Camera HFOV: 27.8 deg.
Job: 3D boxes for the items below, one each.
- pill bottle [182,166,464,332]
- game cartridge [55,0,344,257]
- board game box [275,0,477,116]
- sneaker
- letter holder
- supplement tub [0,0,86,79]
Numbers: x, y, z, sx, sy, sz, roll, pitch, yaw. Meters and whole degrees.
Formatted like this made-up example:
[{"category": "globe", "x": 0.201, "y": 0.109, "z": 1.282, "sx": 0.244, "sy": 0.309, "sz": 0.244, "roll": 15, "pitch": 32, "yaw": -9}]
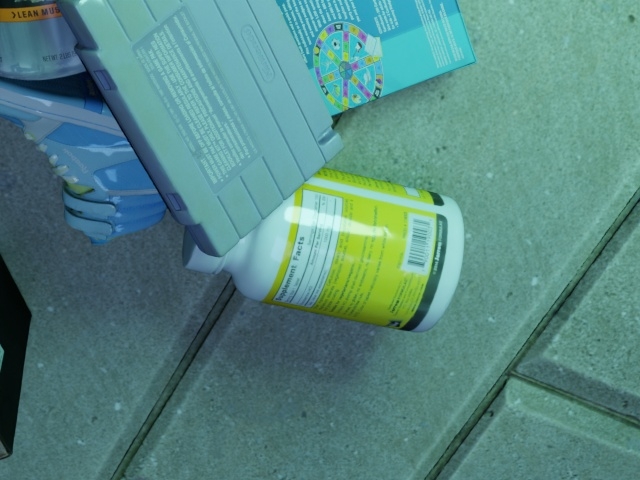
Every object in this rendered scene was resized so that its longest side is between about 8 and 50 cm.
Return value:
[{"category": "pill bottle", "x": 0.000, "y": 0.000, "z": 1.667, "sx": 0.334, "sy": 0.188, "sz": 0.188, "roll": 12, "pitch": 118, "yaw": -14}, {"category": "game cartridge", "x": -0.127, "y": -0.179, "z": 1.456, "sx": 0.230, "sy": 0.068, "sz": 0.355, "roll": -40, "pitch": 125, "yaw": -19}, {"category": "board game box", "x": -0.010, "y": -0.277, "z": 1.563, "sx": 0.336, "sy": 0.079, "sz": 0.253, "roll": -20, "pitch": 122, "yaw": 5}, {"category": "sneaker", "x": -0.315, "y": -0.101, "z": 1.600, "sx": 0.319, "sy": 0.127, "sz": 0.208, "roll": 16, "pitch": 116, "yaw": -17}, {"category": "letter holder", "x": -0.502, "y": 0.151, "z": 1.623, "sx": 0.214, "sy": 0.302, "sz": 0.152, "roll": -18, "pitch": 121, "yaw": 4}, {"category": "supplement tub", "x": -0.311, "y": -0.362, "z": 1.398, "sx": 0.207, "sy": 0.207, "sz": 0.338, "roll": -9, "pitch": 121, "yaw": -2}]
